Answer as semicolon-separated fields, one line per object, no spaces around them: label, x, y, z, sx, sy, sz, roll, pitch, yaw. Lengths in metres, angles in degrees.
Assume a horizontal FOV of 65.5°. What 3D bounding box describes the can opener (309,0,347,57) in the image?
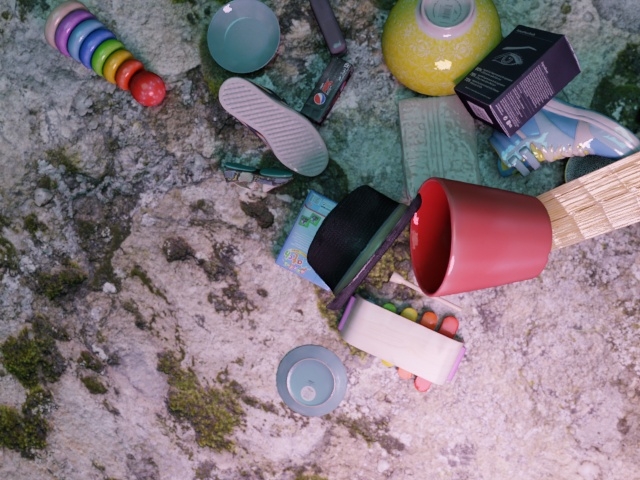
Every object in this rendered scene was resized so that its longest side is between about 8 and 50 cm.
can opener;0.019;-0.610;1.257;0.095;0.076;0.283;-23;88;7

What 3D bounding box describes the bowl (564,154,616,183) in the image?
bowl;0.668;-0.147;1.161;0.170;0.080;0.169;-10;69;28

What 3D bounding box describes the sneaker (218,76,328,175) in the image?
sneaker;-0.110;-0.296;1.259;0.321;0.127;0.126;41;102;-19

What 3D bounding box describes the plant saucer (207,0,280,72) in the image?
plant saucer;-0.197;-0.529;1.302;0.195;0.037;0.194;0;89;7

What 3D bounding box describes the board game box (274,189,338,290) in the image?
board game box;0.000;0.000;1.277;0.160;0.039;0.211;27;92;6

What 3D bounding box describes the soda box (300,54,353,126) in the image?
soda box;0.017;-0.380;1.267;0.060;0.053;0.168;32;93;7

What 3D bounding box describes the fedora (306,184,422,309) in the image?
fedora;0.079;-0.007;1.136;0.153;0.334;0.334;38;94;6

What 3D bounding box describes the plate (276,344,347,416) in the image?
plate;-0.024;0.366;1.289;0.188;0.024;0.187;0;90;6

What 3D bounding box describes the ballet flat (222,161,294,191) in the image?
ballet flat;-0.161;-0.160;1.293;0.189;0.070;0.070;11;91;9

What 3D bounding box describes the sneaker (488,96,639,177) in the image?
sneaker;0.536;-0.204;1.142;0.319;0.127;0.208;39;100;36

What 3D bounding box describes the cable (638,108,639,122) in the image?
cable;0.848;-0.399;1.155;0.287;0.072;0.139;-43;80;6

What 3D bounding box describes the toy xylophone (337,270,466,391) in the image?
toy xylophone;0.215;0.220;1.229;0.323;0.081;0.236;32;94;6

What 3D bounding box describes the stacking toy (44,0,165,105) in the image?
stacking toy;-0.549;-0.475;1.313;0.330;0.141;0.141;38;95;-2

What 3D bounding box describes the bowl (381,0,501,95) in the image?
bowl;0.287;-0.505;1.164;0.290;0.156;0.289;-1;82;8

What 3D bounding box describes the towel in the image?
towel;0.297;-0.224;1.237;0.187;0.049;0.281;-5;88;6

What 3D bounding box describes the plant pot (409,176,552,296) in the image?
plant pot;0.360;-0.007;1.127;0.244;0.275;0.274;1;90;-7

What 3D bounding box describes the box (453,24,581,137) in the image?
box;0.432;-0.357;1.104;0.207;0.153;0.108;-43;125;9

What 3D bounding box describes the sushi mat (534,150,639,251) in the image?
sushi mat;0.617;-0.082;1.105;0.317;0.019;0.151;-29;101;44
